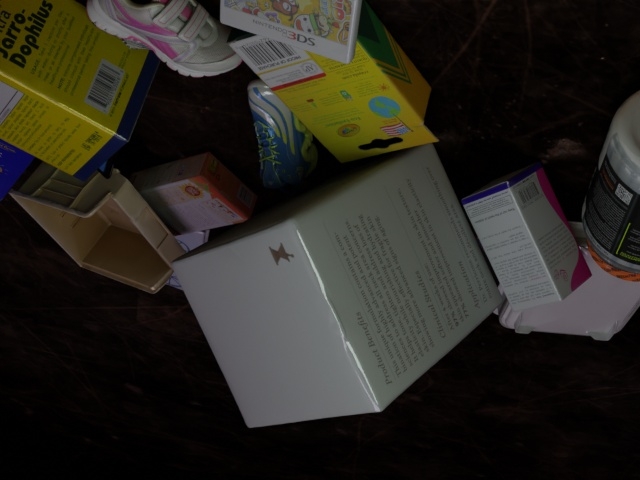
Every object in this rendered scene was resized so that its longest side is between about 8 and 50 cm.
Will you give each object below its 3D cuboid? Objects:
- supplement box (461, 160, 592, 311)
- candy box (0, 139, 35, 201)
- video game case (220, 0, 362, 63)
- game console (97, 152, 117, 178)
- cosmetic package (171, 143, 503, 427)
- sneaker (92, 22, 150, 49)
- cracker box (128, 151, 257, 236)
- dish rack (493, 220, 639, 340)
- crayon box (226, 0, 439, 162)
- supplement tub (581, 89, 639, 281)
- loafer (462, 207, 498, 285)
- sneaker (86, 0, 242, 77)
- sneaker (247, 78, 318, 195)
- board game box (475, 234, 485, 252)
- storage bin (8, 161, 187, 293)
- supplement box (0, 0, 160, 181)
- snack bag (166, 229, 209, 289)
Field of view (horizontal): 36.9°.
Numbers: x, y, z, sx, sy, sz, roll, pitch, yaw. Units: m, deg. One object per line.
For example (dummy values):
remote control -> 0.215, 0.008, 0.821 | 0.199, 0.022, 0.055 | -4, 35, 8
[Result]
supplement box -> 0.354, -0.005, 1.643 | 0.114, 0.111, 0.220 | -23, 94, 49
candy box -> -0.676, -0.226, 1.846 | 0.268, 0.122, 0.317 | 29, 149, -22
video game case -> -0.039, -0.366, 1.290 | 0.206, 0.026, 0.227 | 21, 135, 14
game console -> -0.436, -0.188, 1.791 | 0.122, 0.071, 0.107 | 40, -179, 25
cosmetic package -> 0.035, 0.073, 1.646 | 0.327, 0.393, 0.329 | -17, 99, 45
sneaker -> -0.309, -0.335, 1.554 | 0.135, 0.052, 0.058 | 20, 155, -8
cracker box -> -0.266, -0.090, 1.947 | 0.232, 0.067, 0.155 | -10, 141, 37
dish rack -> 0.493, 0.093, 1.825 | 0.285, 0.072, 0.333 | 6, 143, -4
crayon box -> 0.031, -0.255, 1.499 | 0.202, 0.081, 0.318 | -8, 143, 35
supplement tub -> 0.513, -0.075, 1.473 | 0.193, 0.194, 0.316 | 10, 150, 8
loafer -> 0.256, 0.049, 1.877 | 0.133, 0.130, 0.366 | -5, 145, 32
sneaker -> -0.228, -0.337, 1.457 | 0.252, 0.103, 0.111 | 21, 152, -13
sneaker -> -0.069, -0.166, 1.657 | 0.091, 0.126, 0.240 | 0, 148, 25
board game box -> 0.403, 0.026, 1.855 | 0.146, 0.045, 0.193 | -4, 146, 30
storage bin -> -0.442, -0.035, 1.952 | 0.260, 0.123, 0.262 | 16, 152, 36
supplement box -> -0.477, -0.286, 1.571 | 0.356, 0.195, 0.194 | 29, 148, -25
snack bag -> -0.428, -0.001, 2.214 | 0.342, 0.037, 0.323 | 18, 151, 0
